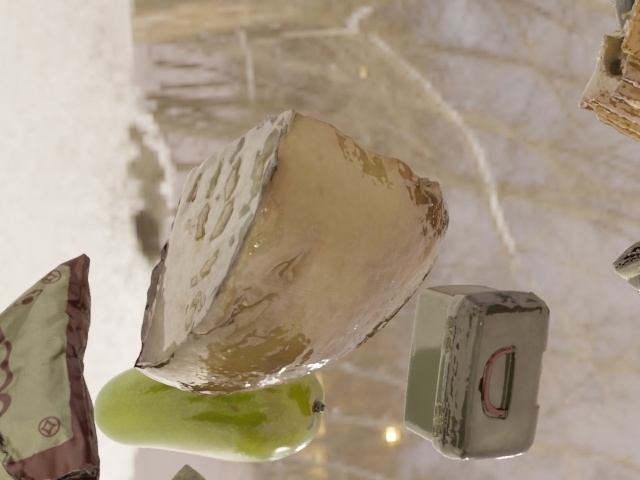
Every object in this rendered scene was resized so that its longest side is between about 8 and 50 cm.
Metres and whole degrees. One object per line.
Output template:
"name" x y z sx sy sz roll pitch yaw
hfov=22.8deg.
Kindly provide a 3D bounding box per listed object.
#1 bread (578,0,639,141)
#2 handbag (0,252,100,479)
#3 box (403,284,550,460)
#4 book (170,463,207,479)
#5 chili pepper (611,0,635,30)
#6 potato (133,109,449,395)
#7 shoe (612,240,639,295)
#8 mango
"bread" 0.365 -0.193 1.434 0.149 0.274 0.274 43 -17 19
"handbag" -0.275 0.147 1.376 0.127 0.213 0.235 44 25 -41
"box" 0.189 0.158 1.952 0.129 0.148 0.210 20 -74 55
"book" -0.126 0.361 1.709 0.228 0.160 0.024 35 -6 41
"chili pepper" 0.454 -0.351 2.274 0.061 0.098 0.224 56 12 -36
"potato" 0.009 0.035 1.305 0.211 0.264 0.189 -22 -122 53
"shoe" 0.477 0.036 2.146 0.077 0.074 0.194 54 -25 -9
"mango" -0.140 0.206 1.992 0.175 0.293 0.143 85 4 -70
